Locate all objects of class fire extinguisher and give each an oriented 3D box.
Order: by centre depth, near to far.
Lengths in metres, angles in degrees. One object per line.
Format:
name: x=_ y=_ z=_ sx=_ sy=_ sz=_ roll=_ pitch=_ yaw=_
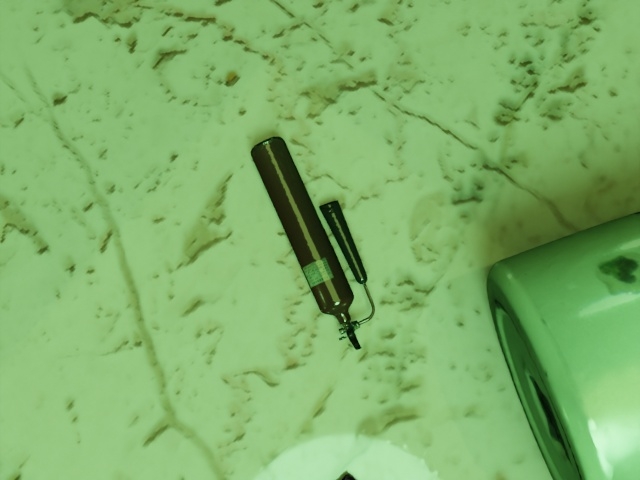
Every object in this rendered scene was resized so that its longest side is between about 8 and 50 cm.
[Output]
fire extinguisher: x=0.000 y=0.000 z=0.643 sx=0.049 sy=0.035 sz=0.173 roll=-19 pitch=83 yaw=-43

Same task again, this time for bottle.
bottle: x=0.304 y=0.052 z=0.548 sx=0.351 sy=0.229 sz=0.229 roll=-22 pitch=85 yaw=2

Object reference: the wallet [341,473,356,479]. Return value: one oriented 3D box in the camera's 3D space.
wallet: x=0.044 y=0.266 z=0.610 sx=0.166 sy=0.030 sz=0.111 roll=42 pitch=83 yaw=3
